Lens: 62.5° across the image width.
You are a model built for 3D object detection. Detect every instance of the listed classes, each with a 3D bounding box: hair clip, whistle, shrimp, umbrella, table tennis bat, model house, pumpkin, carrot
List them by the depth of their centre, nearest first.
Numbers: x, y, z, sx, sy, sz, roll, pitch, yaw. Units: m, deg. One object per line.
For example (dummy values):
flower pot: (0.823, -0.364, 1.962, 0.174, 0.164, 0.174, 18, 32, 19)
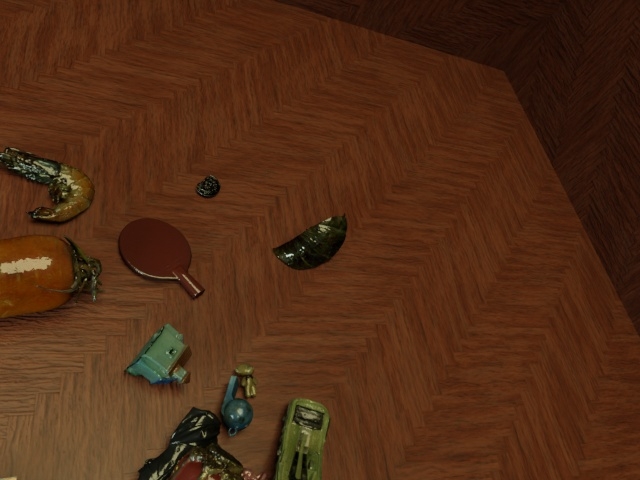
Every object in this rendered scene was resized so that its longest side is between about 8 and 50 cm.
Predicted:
umbrella: (-0.366, 0.539, 1.239, 0.118, 0.118, 0.340, 44, 48, 5)
carrot: (-0.711, 0.082, 1.309, 0.331, 0.214, 0.193, -8, 88, -37)
model house: (-0.401, 0.320, 1.383, 0.149, 0.119, 0.148, 43, 46, -9)
hair clip: (-0.052, 0.571, 1.387, 0.138, 0.091, 0.321, 15, 31, -2)
whistle: (-0.217, 0.445, 1.404, 0.090, 0.090, 0.158, 24, 48, -12)
shrimp: (-0.813, -0.157, 1.522, 0.290, 0.054, 0.222, 26, 48, -21)
table tennis bat: (-0.466, 0.052, 1.579, 0.310, 0.038, 0.200, 45, 48, 7)
pumpkin: (-0.001, 0.004, 1.788, 0.279, 0.163, 0.111, -13, 64, -34)

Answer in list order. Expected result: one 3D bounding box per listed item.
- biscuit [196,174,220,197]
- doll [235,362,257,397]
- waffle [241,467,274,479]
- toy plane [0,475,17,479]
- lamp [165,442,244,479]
biscuit: (-0.385, -0.187, 1.803, 0.087, 0.027, 0.089, -4, 60, -32)
doll: (-0.206, 0.393, 1.483, 0.061, 0.051, 0.093, 12, 72, -53)
waffle: (-0.174, 0.672, 1.283, 0.234, 0.055, 0.221, 10, 54, -24)
toy plane: (-0.682, 0.572, 1.032, 0.245, 0.117, 0.244, 16, 51, -20)
lamp: (-0.285, 0.594, 1.168, 0.177, 0.177, 0.274, 35, 72, -3)
